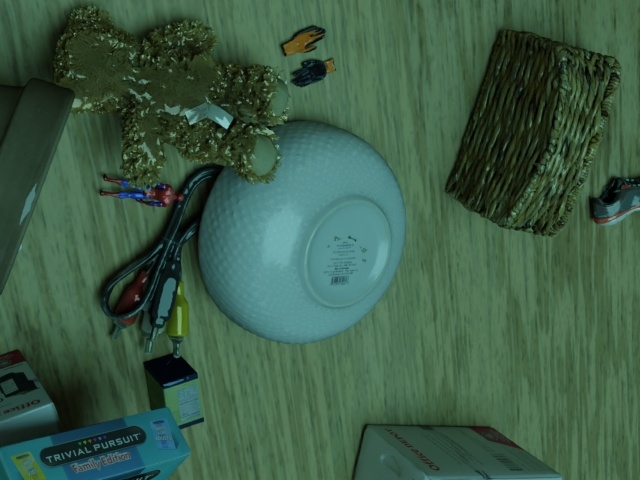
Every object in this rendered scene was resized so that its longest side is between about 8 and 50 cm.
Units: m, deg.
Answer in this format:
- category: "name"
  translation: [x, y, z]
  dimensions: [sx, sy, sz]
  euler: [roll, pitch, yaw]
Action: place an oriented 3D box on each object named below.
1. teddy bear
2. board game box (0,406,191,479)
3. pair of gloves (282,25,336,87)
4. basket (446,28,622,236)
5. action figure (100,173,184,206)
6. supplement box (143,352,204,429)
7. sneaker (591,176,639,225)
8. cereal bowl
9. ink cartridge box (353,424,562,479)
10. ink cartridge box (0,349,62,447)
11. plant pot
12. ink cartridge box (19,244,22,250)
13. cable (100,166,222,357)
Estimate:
- category: "teddy bear"
  translation: [-0.194, -0.184, 1.556]
  dimensions: [0.338, 0.113, 0.245]
  euler: [-2, 89, -25]
- category: "board game box"
  translation: [-0.361, 0.360, 1.572]
  dimensions: [0.254, 0.079, 0.336]
  euler: [-8, 149, -43]
- category: "pair of gloves"
  translation: [-0.017, -0.266, 1.705]
  dimensions: [0.074, 0.010, 0.083]
  euler: [-29, 123, -19]
- category: "basket"
  translation: [0.377, -0.157, 1.850]
  dimensions: [0.223, 0.213, 0.299]
  euler: [11, 103, -32]
- category: "action figure"
  translation: [-0.246, -0.069, 1.632]
  dimensions: [0.115, 0.030, 0.038]
  euler: [10, 99, -17]
- category: "supplement box"
  translation: [-0.216, 0.224, 1.736]
  dimensions: [0.056, 0.083, 0.083]
  euler: [-15, 115, -24]
- category: "sneaker"
  translation: [0.544, -0.086, 2.068]
  dimensions: [0.158, 0.061, 0.065]
  euler: [-31, 115, -17]
- category: "cereal bowl"
  translation: [0.000, 0.000, 1.712]
  dimensions: [0.339, 0.141, 0.339]
  euler: [-14, 113, -36]
- category: "ink cartridge box"
  translation: [0.227, 0.403, 1.985]
  dimensions: [0.283, 0.207, 0.117]
  euler: [6, 104, -31]
- category: "ink cartridge box"
  translation: [-0.429, 0.228, 1.561]
  dimensions: [0.127, 0.175, 0.072]
  euler: [-19, 117, -23]
- category: "plant pot"
  translation: [-0.432, -0.092, 1.351]
  dimensions: [0.229, 0.263, 0.263]
  euler: [21, 98, -13]
- category: "ink cartridge box"
  translation: [-0.498, 0.020, 1.507]
  dimensions: [0.198, 0.067, 0.115]
  euler: [-37, 122, -11]
- category: "cable"
  translation: [-0.227, 0.023, 1.688]
  dimensions: [0.139, 0.072, 0.287]
  euler: [17, 87, -16]
